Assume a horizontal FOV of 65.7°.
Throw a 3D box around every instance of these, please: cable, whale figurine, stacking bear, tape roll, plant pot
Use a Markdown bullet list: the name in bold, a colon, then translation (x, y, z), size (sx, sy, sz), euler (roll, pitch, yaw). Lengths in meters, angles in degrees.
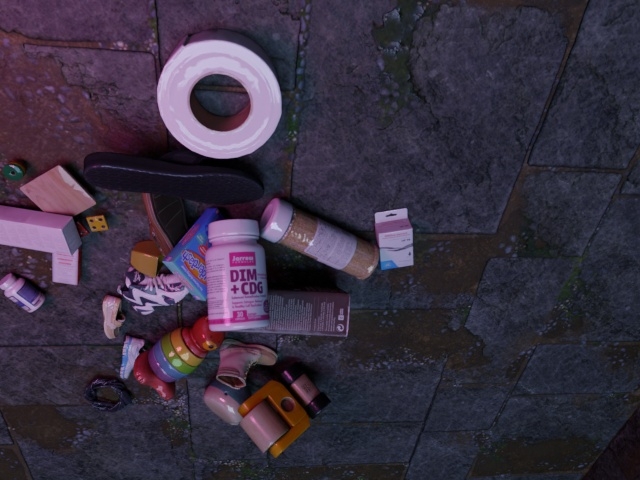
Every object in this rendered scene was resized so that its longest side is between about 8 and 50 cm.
- **cable**: translation (-0.784, 0.562, 1.811), size (0.151, 0.047, 0.184), euler (-13, 130, 9)
- **whale figurine**: translation (-0.332, 0.598, 1.847), size (0.216, 0.141, 0.272), euler (28, 147, 15)
- **stacking bear**: translation (-0.440, 0.356, 1.628), size (0.289, 0.164, 0.175), euler (-36, 124, 5)
- **tape roll**: translation (-0.234, -0.342, 1.170), size (0.286, 0.100, 0.286), euler (-3, 127, -4)
- **plant pot**: translation (-0.502, 0.047, 1.440), size (0.083, 0.081, 0.081), euler (17, 123, -4)

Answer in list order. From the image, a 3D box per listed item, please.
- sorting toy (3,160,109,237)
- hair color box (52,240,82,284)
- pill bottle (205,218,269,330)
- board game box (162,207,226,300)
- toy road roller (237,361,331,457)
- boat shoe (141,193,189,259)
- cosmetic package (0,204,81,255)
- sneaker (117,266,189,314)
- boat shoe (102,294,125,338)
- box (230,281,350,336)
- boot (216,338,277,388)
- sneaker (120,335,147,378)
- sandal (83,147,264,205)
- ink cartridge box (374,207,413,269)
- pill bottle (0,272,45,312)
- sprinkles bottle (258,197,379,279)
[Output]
- **sorting toy**: translation (-0.678, -0.122, 1.309), size (0.132, 0.046, 0.274), euler (-26, 125, 12)
- **hair color box**: translation (-0.736, 0.061, 1.439), size (0.072, 0.043, 0.141), euler (11, 125, -15)
- **pill bottle**: translation (-0.224, 0.093, 1.319), size (0.161, 0.160, 0.283), euler (-5, 83, -4)
- **board game box**: translation (-0.318, 0.037, 1.380), size (0.047, 0.210, 0.160), euler (3, 138, 38)
- **toy road roller**: translation (-0.140, 0.623, 1.777), size (0.330, 0.202, 0.240), euler (-30, 159, -41)
- **boat shoe**: translation (-0.428, -0.034, 1.363), size (0.105, 0.111, 0.307), euler (-1, 117, 33)
- **cosmetic package**: translation (-0.772, -0.030, 1.318), size (0.239, 0.060, 0.098), euler (9, 131, 4)
- **sneaker**: translation (-0.503, 0.125, 1.484), size (0.235, 0.094, 0.153), euler (-22, 135, 22)
- **boat shoe**: translation (-0.653, 0.249, 1.577), size (0.059, 0.063, 0.170), euler (6, 125, -4)
- **box**: translation (-0.117, 0.203, 1.514), size (0.382, 0.191, 0.143), euler (3, 92, -11)
- **boot**: translation (-0.250, 0.433, 1.700), size (0.213, 0.165, 0.077), euler (19, 123, -18)
- **sneaker**: translation (-0.638, 0.405, 1.694), size (0.083, 0.071, 0.190), euler (8, 126, -20)
- **sandal**: translation (-0.344, -0.178, 1.238), size (0.446, 0.107, 0.167), euler (7, 158, -30)
- **ink cartridge box**: translation (0.223, -0.003, 1.503), size (0.104, 0.060, 0.180), euler (-9, 127, 0)
- **pill bottle**: translation (-0.890, 0.154, 1.474), size (0.067, 0.067, 0.120), euler (-27, 125, 13)
- **sprinkles bottle**: translation (0.000, 0.000, 1.438), size (0.355, 0.121, 0.121), euler (24, 120, -23)
